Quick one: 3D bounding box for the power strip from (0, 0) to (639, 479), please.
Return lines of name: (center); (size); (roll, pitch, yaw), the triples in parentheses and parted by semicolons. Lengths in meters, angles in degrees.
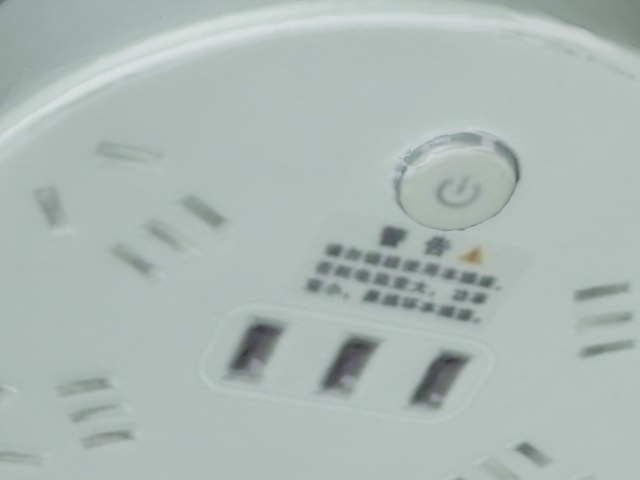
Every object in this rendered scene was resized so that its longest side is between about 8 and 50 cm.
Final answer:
power strip: (0.000, 0.000, 0.687); (0.357, 0.357, 0.161); (-27, 44, 20)
